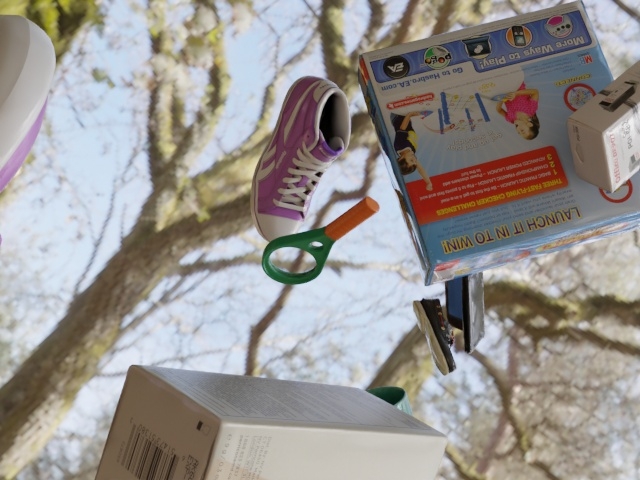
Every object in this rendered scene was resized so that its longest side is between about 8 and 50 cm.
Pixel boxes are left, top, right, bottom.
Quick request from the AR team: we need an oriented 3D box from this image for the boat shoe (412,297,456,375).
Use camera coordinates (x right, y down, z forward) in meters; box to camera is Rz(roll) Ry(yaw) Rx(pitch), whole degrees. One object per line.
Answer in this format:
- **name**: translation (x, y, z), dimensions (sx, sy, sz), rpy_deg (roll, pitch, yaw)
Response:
- **boat shoe**: translation (0.163, 0.127, 1.539), dimensions (0.133, 0.042, 0.049), rpy_deg (-108, -168, -47)

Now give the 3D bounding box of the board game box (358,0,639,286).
- **board game box**: translation (0.235, -0.128, 1.451), dimensions (0.086, 0.308, 0.302), rpy_deg (91, -16, -71)

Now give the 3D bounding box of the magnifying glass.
- **magnifying glass**: translation (0.000, 0.000, 1.679), dimensions (0.092, 0.026, 0.231), rpy_deg (33, -46, -25)

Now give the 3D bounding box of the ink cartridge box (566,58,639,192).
- **ink cartridge box**: translation (0.363, -0.136, 1.338), dimensions (0.056, 0.135, 0.099), rpy_deg (34, -24, 44)

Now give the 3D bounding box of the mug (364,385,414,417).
- **mug**: translation (0.099, 0.328, 1.962), dimensions (0.129, 0.158, 0.097), rpy_deg (-13, -78, 13)

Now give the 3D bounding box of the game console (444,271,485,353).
- **game console**: translation (0.194, 0.085, 1.603), dimensions (0.071, 0.107, 0.122), rpy_deg (3, -70, 24)

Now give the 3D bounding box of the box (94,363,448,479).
- **box**: translation (-0.037, 0.207, 1.072), dimensions (0.311, 0.121, 0.148), rpy_deg (14, 6, -44)

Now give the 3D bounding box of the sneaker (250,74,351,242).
- **sneaker**: translation (-0.029, -0.116, 1.779), dimensions (0.161, 0.102, 0.282), rpy_deg (-144, -115, -63)

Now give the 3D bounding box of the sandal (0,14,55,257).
- **sandal**: translation (-0.243, 0.030, 0.606), dimensions (0.102, 0.169, 0.416), rpy_deg (32, -51, -31)
